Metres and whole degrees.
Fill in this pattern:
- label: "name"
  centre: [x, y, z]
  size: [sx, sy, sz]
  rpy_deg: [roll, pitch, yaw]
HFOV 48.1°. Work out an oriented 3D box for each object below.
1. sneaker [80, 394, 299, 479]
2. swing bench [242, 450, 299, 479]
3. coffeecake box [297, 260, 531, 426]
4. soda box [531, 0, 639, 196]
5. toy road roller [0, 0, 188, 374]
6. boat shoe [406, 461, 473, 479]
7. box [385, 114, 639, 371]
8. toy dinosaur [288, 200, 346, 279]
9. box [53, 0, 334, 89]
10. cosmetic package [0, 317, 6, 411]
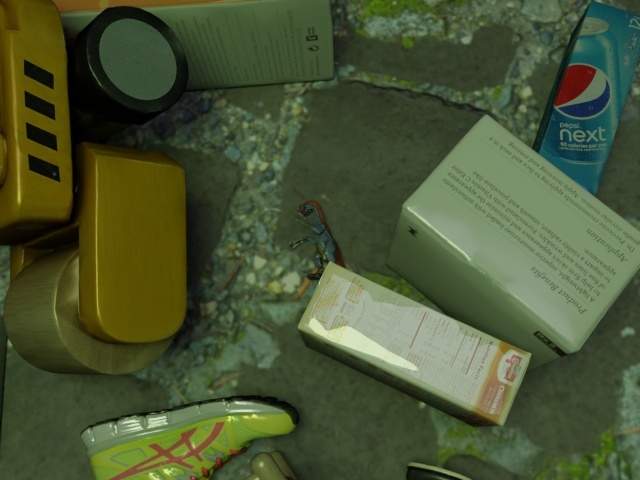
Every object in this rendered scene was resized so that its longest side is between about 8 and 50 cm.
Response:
- label: "sneaker"
  centre: [-0.117, 0.200, 0.674]
  size: [0.208, 0.081, 0.094]
  rpy_deg: [-14, 76, 9]
- label: "swing bench"
  centre: [-0.072, 0.351, 0.583]
  size: [0.253, 0.165, 0.255]
  rpy_deg: [-34, 77, -8]
- label: "coffeecake box"
  centre: [0.079, 0.100, 0.658]
  size: [0.185, 0.142, 0.068]
  rpy_deg: [25, 77, 8]
- label: "soda box"
  centre: [0.276, -0.139, 0.754]
  size: [0.067, 0.071, 0.210]
  rpy_deg: [20, 76, 7]
- label: "toy road roller"
  centre: [-0.260, -0.046, 0.609]
  size: [0.240, 0.202, 0.330]
  rpy_deg: [1, 81, -40]
- label: "boat shoe"
  centre: [0.139, 0.245, 0.665]
  size: [0.133, 0.049, 0.042]
  rpy_deg: [24, 69, 4]
- label: "box"
  centre: [0.168, 0.013, 0.660]
  size: [0.181, 0.182, 0.119]
  rpy_deg: [41, 78, 11]
- label: "toy dinosaur"
  centre: [0.000, 0.000, 0.753]
  size: [0.090, 0.047, 0.082]
  rpy_deg: [19, 63, -27]
- label: "box"
  centre: [-0.163, -0.291, 0.760]
  size: [0.345, 0.168, 0.215]
  rpy_deg: [-4, 75, 1]
- label: "cosmetic package"
  centre: [-0.504, 0.140, 0.639]
  size: [0.365, 0.197, 0.155]
  rpy_deg: [-2, 74, 0]
